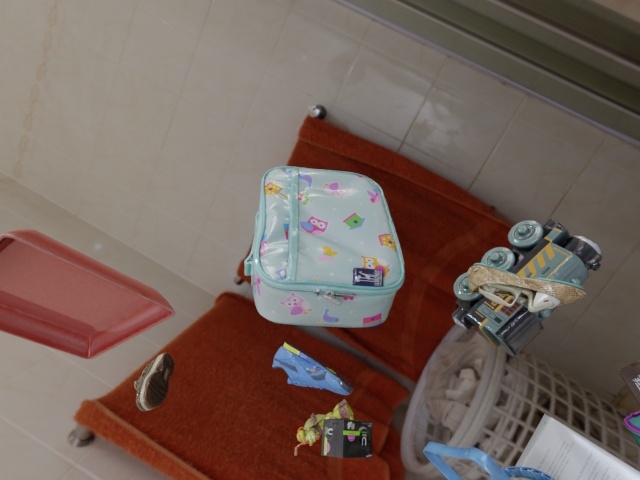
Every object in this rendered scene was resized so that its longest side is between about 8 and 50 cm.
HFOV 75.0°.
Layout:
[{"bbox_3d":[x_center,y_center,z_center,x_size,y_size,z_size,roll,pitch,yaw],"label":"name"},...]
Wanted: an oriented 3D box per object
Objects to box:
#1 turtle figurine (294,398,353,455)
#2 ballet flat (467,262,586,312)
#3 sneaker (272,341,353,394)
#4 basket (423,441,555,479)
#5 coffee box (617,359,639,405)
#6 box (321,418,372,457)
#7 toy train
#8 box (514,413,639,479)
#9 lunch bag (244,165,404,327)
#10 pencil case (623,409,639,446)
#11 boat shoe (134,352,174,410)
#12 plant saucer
[{"bbox_3d":[0.004,0.619,1.409,0.217,0.087,0.269,-30,-21,-3],"label":"turtle figurine"},{"bbox_3d":[0.382,0.100,0.790,0.067,0.206,0.073,-68,-26,-23],"label":"ballet flat"},{"bbox_3d":[-0.023,0.329,1.011,0.082,0.209,0.069,-60,-21,-11],"label":"sneaker"},{"bbox_3d":[0.350,0.520,0.813,0.201,0.289,0.255,-44,-8,-21],"label":"basket"},{"bbox_3d":[0.913,0.329,0.984,0.297,0.119,0.168,-44,25,28],"label":"coffee box"},{"bbox_3d":[0.049,0.357,0.754,0.052,0.083,0.062,-18,59,40],"label":"box"},{"bbox_3d":[0.454,0.098,0.934,0.334,0.142,0.190,-43,34,1],"label":"toy train"},{"bbox_3d":[0.705,0.648,1.070,0.215,0.345,0.168,-58,-29,-3],"label":"box"},{"bbox_3d":[0.000,0.000,0.645,0.279,0.224,0.108,-94,15,-46],"label":"lunch bag"},{"bbox_3d":[0.472,0.298,0.553,0.064,0.152,0.070,-29,2,13],"label":"pencil case"},{"bbox_3d":[-0.540,0.459,1.322,0.095,0.095,0.257,-25,12,1],"label":"boat shoe"},{"bbox_3d":[-0.407,0.091,0.654,0.259,0.258,0.048,-28,44,26],"label":"plant saucer"}]
